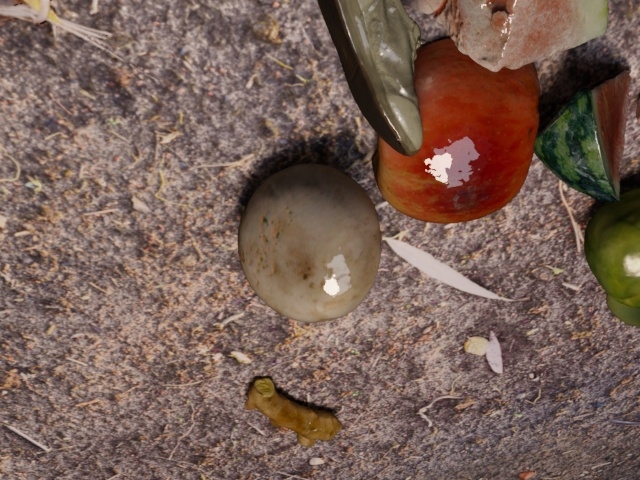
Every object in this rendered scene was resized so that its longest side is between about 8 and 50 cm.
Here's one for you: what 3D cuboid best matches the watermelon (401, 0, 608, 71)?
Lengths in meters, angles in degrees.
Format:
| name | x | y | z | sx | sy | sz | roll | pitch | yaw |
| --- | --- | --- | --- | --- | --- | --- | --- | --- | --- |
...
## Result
| name | x | y | z | sx | sy | sz | roll | pitch | yaw |
| --- | --- | --- | --- | --- | --- | --- | --- | --- | --- |
| watermelon | 0.219 | -0.335 | 0.874 | 0.232 | 0.193 | 0.310 | -45 | 142 | 9 |

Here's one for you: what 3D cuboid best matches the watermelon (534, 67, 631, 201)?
| name | x | y | z | sx | sy | sz | roll | pitch | yaw |
| --- | --- | --- | --- | --- | --- | --- | --- | --- | --- |
| watermelon | 0.376 | -0.178 | 1.081 | 0.136 | 0.202 | 0.207 | 5 | 149 | 22 |

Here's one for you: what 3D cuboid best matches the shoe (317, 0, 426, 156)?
| name | x | y | z | sx | sy | sz | roll | pitch | yaw |
| --- | --- | --- | --- | --- | --- | --- | --- | --- | --- |
| shoe | 0.080 | -0.236 | 0.924 | 0.098 | 0.103 | 0.274 | -25 | 114 | -4 |

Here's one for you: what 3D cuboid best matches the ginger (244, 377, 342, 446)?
| name | x | y | z | sx | sy | sz | roll | pitch | yaw |
| --- | --- | --- | --- | --- | --- | --- | --- | --- | --- |
| ginger | -0.063 | 0.380 | 1.631 | 0.118 | 0.065 | 0.299 | -32 | 133 | 14 |

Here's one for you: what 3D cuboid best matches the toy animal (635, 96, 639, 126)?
| name | x | y | z | sx | sy | sz | roll | pitch | yaw |
| --- | --- | --- | --- | --- | --- | --- | --- | --- | --- |
| toy animal | 0.603 | -0.200 | 1.132 | 0.213 | 0.124 | 0.124 | 6 | 135 | -15 |

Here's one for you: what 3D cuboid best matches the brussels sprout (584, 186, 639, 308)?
| name | x | y | z | sx | sy | sz | roll | pitch | yaw |
| --- | --- | --- | --- | --- | --- | --- | --- | --- | --- |
| brussels sprout | 0.600 | 0.002 | 1.290 | 0.271 | 0.210 | 0.219 | -28 | 115 | 0 |

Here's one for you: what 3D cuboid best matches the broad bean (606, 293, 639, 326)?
| name | x | y | z | sx | sy | sz | roll | pitch | yaw |
| --- | --- | --- | --- | --- | --- | --- | --- | --- | --- |
| broad bean | 0.674 | 0.101 | 1.502 | 0.169 | 0.100 | 0.228 | 0 | 149 | -4 |

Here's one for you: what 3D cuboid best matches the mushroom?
| name | x | y | z | sx | sy | sz | roll | pitch | yaw |
| --- | --- | --- | --- | --- | --- | --- | --- | --- | --- |
| mushroom | 0.000 | 0.000 | 1.151 | 0.244 | 0.243 | 0.243 | -7 | 138 | -7 |

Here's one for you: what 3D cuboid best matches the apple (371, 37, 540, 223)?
| name | x | y | z | sx | sy | sz | roll | pitch | yaw |
| --- | --- | --- | --- | --- | --- | --- | --- | --- | --- |
| apple | 0.207 | -0.127 | 1.074 | 0.251 | 0.163 | 0.293 | -6 | 139 | -6 |
